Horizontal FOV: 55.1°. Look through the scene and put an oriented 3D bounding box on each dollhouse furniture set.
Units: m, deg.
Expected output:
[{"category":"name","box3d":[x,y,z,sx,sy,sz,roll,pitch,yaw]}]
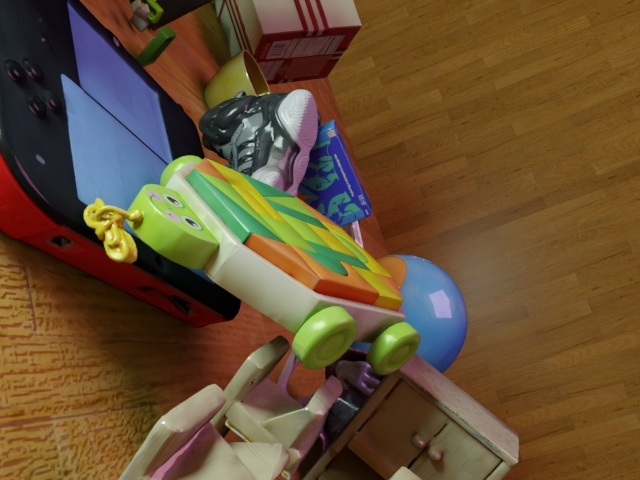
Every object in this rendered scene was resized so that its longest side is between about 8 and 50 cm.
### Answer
[{"category":"dollhouse furniture set","box3d":[0.029,0.292,0.548,0.362,0.256,0.394,38,17,10]},{"category":"dollhouse furniture set","box3d":[-0.270,-0.316,0.833,0.151,0.058,0.076,47,24,-11]}]

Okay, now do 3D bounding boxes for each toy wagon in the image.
[{"category":"toy wagon","box3d":[-0.053,0.009,0.583,0.267,0.068,0.344,44,14,34]}]

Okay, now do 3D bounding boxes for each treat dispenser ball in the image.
[{"category":"treat dispenser ball","box3d":[0.173,0.174,1.343,0.288,0.288,0.288,-21,90,-78]}]

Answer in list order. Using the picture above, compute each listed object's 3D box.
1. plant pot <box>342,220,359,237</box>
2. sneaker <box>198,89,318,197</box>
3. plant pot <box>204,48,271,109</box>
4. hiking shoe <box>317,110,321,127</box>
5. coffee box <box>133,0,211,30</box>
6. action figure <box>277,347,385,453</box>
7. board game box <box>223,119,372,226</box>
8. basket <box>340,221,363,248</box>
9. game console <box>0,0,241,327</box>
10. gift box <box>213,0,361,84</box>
[{"category":"plant pot","box3d":[0.029,-0.074,1.564,0.237,0.110,0.237,-20,90,-78]},{"category":"sneaker","box3d":[-0.109,-0.104,0.880,0.101,0.153,0.268,63,43,-60]},{"category":"plant pot","box3d":[-0.150,-0.259,1.098,0.134,0.095,0.134,-20,90,-79]},{"category":"hiking shoe","box3d":[-0.027,-0.250,1.594,0.304,0.113,0.132,32,38,-71]},{"category":"coffee box","box3d":[-0.161,-0.462,0.899,0.119,0.297,0.168,-102,165,-49]},{"category":"action figure","box3d":[0.056,0.309,1.011,0.276,0.248,0.370,28,-9,10]},{"category":"board game box","box3d":[-0.043,-0.079,0.990,0.047,0.210,0.160,-84,151,-63]},{"category":"basket","box3d":[0.000,0.000,1.134,0.167,0.103,0.113,-15,93,-66]},{"category":"game console","box3d":[-0.209,-0.100,0.652,0.386,0.060,0.342,50,23,-60]},{"category":"gift box","box3d":[-0.096,-0.500,1.294,0.255,0.276,0.258,-34,-111,61]}]
